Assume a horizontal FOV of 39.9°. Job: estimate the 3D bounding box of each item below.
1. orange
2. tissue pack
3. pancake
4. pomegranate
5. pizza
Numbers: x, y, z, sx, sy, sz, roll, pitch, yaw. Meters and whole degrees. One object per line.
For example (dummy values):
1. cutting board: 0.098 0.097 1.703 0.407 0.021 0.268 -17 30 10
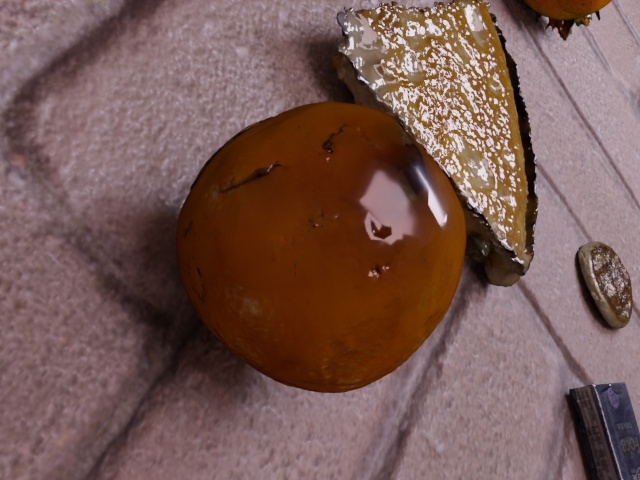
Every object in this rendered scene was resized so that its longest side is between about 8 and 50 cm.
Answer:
1. orange: 0.000 0.000 0.747 0.246 0.246 0.246 25 54 -40
2. tissue pack: 0.407 0.278 1.228 0.112 0.051 0.156 8 65 -48
3. pancake: 0.461 0.069 1.414 0.158 0.028 0.158 28 50 -39
4. pomegranate: 0.429 -0.471 1.513 0.210 0.210 0.235 -56 142 -47
5. pizza: 0.194 -0.132 1.170 0.435 0.080 0.392 -25 91 -50
